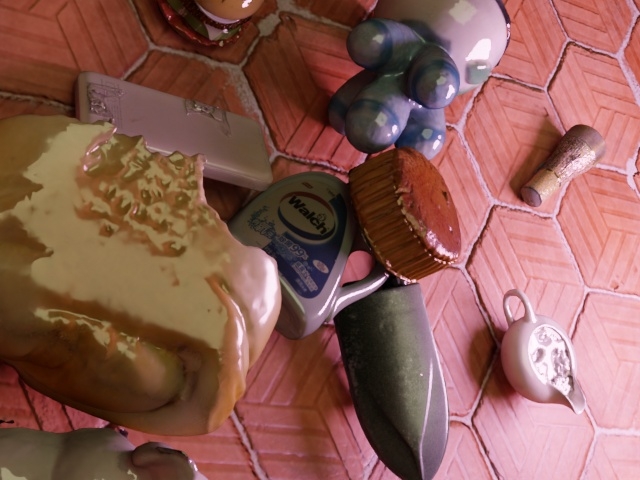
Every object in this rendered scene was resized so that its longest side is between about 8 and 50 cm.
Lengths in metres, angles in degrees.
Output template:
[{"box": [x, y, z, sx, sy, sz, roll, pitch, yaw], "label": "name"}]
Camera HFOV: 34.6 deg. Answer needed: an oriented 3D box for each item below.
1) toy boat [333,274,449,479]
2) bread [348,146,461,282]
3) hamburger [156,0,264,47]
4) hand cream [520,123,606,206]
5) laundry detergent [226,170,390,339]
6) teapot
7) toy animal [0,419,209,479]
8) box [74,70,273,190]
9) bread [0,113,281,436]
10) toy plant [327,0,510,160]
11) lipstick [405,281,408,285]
[{"box": [0.112, 0.208, 1.515, 0.141, 0.092, 0.320, -12, 76, -4], "label": "toy boat"}, {"box": [0.131, -0.042, 1.505, 0.199, 0.104, 0.199, 40, 34, -35], "label": "bread"}, {"box": [-0.153, -0.377, 1.514, 0.175, 0.137, 0.175, 9, 74, -32], "label": "hamburger"}, {"box": [0.435, -0.127, 1.870, 0.203, 0.084, 0.084, -42, 99, -28], "label": "hand cream"}, {"box": [0.000, 0.000, 1.502, 0.215, 0.105, 0.280, 47, 51, 9], "label": "laundry detergent"}, {"box": [0.354, 0.187, 1.699, 0.145, 0.092, 0.226, -26, 89, -39], "label": "teapot"}, {"box": [-0.284, 0.280, 1.161, 0.325, 0.208, 0.154, -13, 60, 4], "label": "toy animal"}, {"box": [-0.202, -0.152, 1.436, 0.285, 0.044, 0.142, 14, 40, -28], "label": "box"}, {"box": [-0.249, 0.046, 1.171, 0.424, 0.329, 0.245, 33, 28, -17], "label": "bread"}, {"box": [0.132, -0.259, 1.599, 0.247, 0.247, 0.332, 46, 52, -13], "label": "toy plant"}, {"box": [0.134, 0.016, 1.631, 0.053, 0.053, 0.234, 24, 64, -26], "label": "lipstick"}]
